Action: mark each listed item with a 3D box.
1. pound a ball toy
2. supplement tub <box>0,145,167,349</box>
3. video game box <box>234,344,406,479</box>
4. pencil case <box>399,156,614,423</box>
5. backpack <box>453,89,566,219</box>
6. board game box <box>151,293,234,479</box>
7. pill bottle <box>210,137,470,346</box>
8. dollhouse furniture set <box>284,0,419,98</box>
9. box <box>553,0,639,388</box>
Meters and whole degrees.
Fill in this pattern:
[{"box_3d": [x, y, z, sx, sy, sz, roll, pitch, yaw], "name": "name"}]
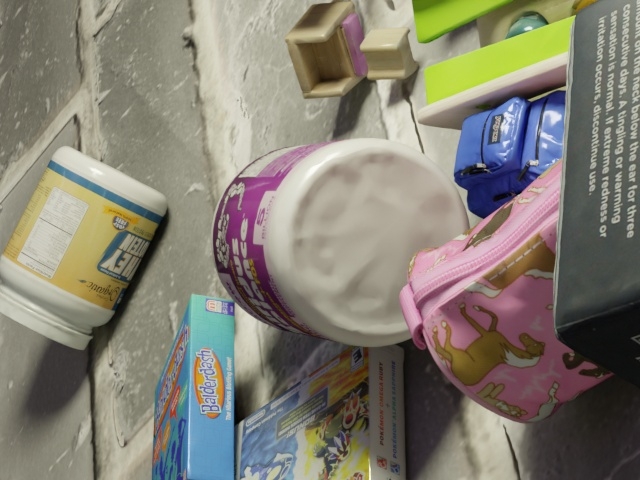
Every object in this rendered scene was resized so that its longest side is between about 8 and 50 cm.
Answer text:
[{"box_3d": [0.213, -0.224, 1.382, 0.319, 0.136, 0.208, -19, 75, 48], "name": "pound a ball toy"}, {"box_3d": [-0.277, 0.009, 1.977, 0.199, 0.144, 0.144, -63, 30, 0], "name": "supplement tub"}, {"box_3d": [-0.007, 0.206, 1.496, 0.205, 0.048, 0.187, -38, 40, 37], "name": "video game box"}, {"box_3d": [0.226, -0.026, 1.183, 0.386, 0.167, 0.160, -43, 4, 34], "name": "pencil case"}, {"box_3d": [0.172, -0.065, 1.379, 0.120, 0.101, 0.098, -16, 60, 51], "name": "backpack"}, {"box_3d": [-0.121, 0.181, 1.638, 0.160, 0.047, 0.210, 114, 161, -45], "name": "board game box"}, {"box_3d": [0.000, 0.000, 1.503, 0.169, 0.169, 0.301, -67, 16, -7], "name": "pill bottle"}, {"box_3d": [0.113, -0.310, 1.655, 0.303, 0.286, 0.198, 0, 32, 32], "name": "dollhouse furniture set"}, {"box_3d": [0.358, -0.037, 0.847, 0.395, 0.293, 0.212, -24, 47, 42], "name": "box"}]
